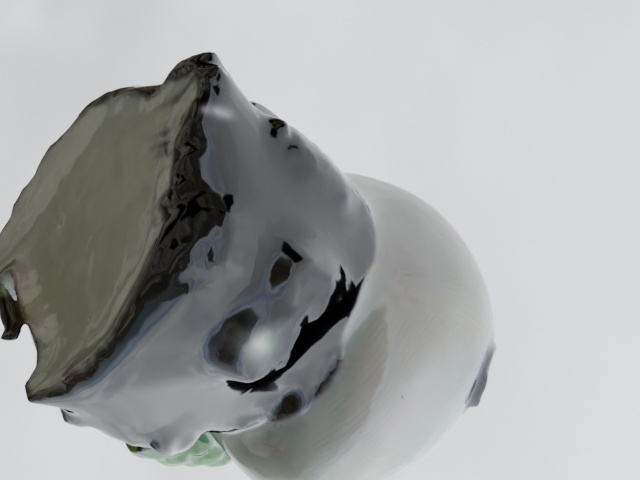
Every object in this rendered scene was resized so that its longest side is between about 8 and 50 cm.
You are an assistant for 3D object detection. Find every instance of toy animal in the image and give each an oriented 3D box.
[{"bbox_3d":[-0.039,0.040,0.874,0.212,0.266,0.213,-27,-133,33],"label":"toy animal"}]
